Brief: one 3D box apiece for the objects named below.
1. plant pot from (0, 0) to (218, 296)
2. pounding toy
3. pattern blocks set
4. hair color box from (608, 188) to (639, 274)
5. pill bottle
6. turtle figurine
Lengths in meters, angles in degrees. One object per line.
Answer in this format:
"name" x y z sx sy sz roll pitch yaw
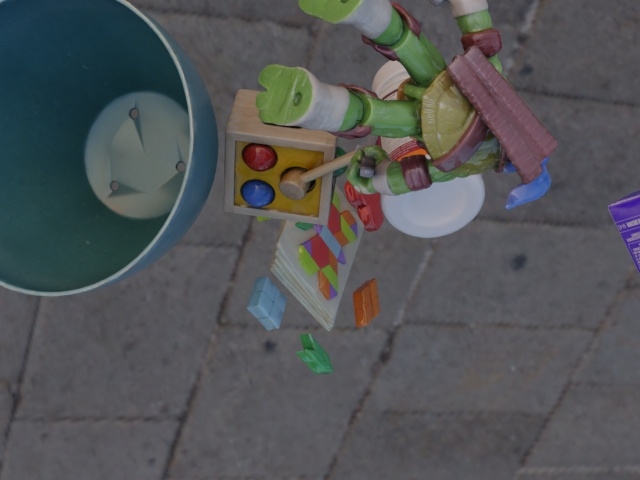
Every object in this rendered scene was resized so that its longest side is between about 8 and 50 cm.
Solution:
"plant pot" -0.217 -0.091 1.285 0.290 0.290 0.195 -39 167 14
"pounding toy" -0.025 -0.080 1.313 0.141 0.100 0.130 8 134 3
"pattern blocks set" 0.000 0.000 1.594 0.026 0.324 0.285 -13 144 31
"hair color box" 0.533 0.062 1.671 0.185 0.338 0.110 -26 -178 -24
"pill bottle" 0.121 -0.118 1.543 0.121 0.221 0.121 -3 133 -3
"turtle figurine" 0.060 -0.143 1.125 0.198 0.274 0.266 -37 144 30
